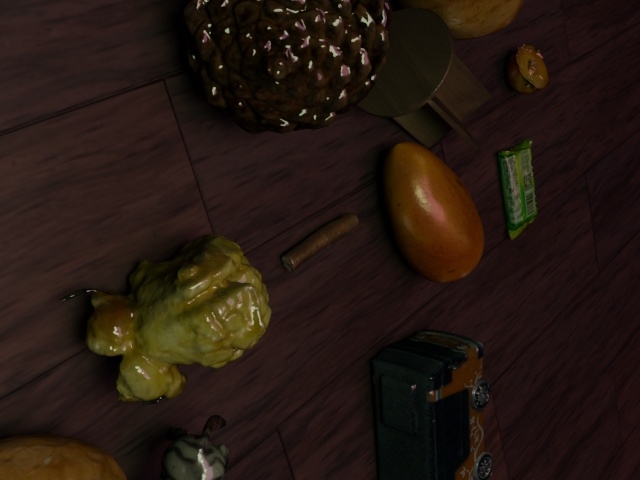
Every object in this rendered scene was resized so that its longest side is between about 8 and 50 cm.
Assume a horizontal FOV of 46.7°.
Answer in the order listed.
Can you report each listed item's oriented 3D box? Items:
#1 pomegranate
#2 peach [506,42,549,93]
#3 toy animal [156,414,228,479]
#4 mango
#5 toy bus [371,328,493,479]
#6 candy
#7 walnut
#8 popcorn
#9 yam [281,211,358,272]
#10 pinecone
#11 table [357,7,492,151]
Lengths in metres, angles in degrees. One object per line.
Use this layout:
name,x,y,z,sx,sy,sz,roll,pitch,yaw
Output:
pomegranate,0.215,-0.422,1.094,0.248,0.248,0.248,-5,97,-45
peach,0.381,-0.318,1.392,0.098,0.061,0.098,17,61,-33
toy animal,-0.168,0.320,0.821,0.089,0.170,0.255,20,62,-6
mango,0.169,-0.046,1.156,0.154,0.126,0.252,-56,129,-41
toy bus,0.176,0.296,1.188,0.167,0.138,0.275,-13,105,-42
candy,0.382,-0.100,1.433,0.102,0.032,0.178,-27,114,-37
walnut,-0.280,0.267,0.711,0.206,0.159,0.159,7,89,-44
popcorn,-0.157,0.077,0.827,0.195,0.168,0.173,-26,131,0
yam,0.000,0.000,1.054,0.145,0.032,0.032,-34,117,-39
pinecone,-0.035,-0.238,0.867,0.257,0.243,0.244,-66,155,-83
table,0.168,-0.223,1.132,0.226,0.167,0.167,26,75,-53
